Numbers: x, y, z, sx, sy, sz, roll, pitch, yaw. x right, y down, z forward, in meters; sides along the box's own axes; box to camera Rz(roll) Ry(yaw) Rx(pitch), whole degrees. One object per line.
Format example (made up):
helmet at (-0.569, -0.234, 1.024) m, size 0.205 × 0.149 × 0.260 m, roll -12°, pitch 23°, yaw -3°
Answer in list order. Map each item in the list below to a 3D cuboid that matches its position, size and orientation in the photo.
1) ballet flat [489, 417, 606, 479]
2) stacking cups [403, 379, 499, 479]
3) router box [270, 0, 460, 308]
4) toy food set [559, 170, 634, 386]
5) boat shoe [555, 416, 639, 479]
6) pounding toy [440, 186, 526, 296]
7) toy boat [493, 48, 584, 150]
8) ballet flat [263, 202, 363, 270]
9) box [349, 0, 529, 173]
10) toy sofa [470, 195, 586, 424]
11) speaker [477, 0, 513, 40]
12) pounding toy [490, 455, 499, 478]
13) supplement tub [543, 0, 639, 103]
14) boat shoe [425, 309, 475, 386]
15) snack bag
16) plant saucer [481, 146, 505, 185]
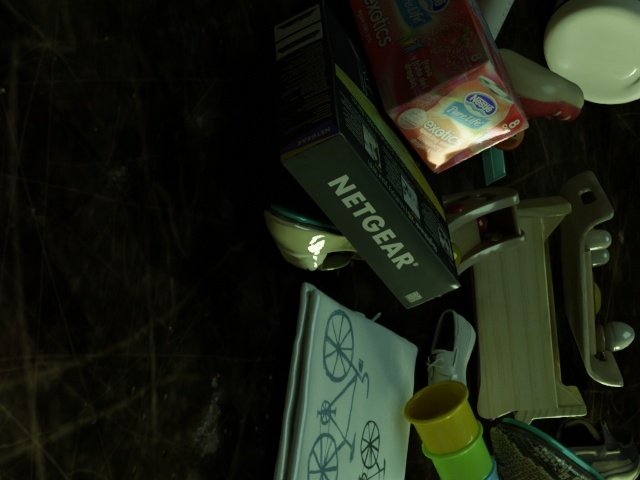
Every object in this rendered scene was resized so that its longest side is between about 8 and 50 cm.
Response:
ballet flat at (0.398, 0.424, 1.868) m, size 0.483 × 0.164 × 0.182 m, roll 31°, pitch 79°, yaw -41°
stacking cups at (0.224, 0.347, 1.739) m, size 0.316 × 0.096 × 0.096 m, roll 62°, pitch 38°, yaw -21°
router box at (0.055, -0.100, 1.503) m, size 0.309 × 0.081 × 0.243 m, roll 49°, pitch 25°, yaw -40°
toy food set at (0.460, 0.059, 2.046) m, size 0.220 × 0.092 × 0.306 m, roll -85°, pitch 169°, yaw -68°
boat shoe at (0.505, 0.392, 2.293) m, size 0.355 × 0.132 × 0.130 m, roll -14°, pitch 101°, yaw -60°
pounding toy at (0.215, 0.017, 1.798) m, size 0.269 × 0.154 × 0.155 m, roll -38°, pitch 120°, yaw -54°
toy boat at (0.322, -0.216, 2.009) m, size 0.231 × 0.151 × 0.151 m, roll 3°, pitch 116°, yaw -64°
ballet flat at (0.000, 0.000, 1.514) m, size 0.248 × 0.086 × 0.086 m, roll -2°, pitch 90°, yaw -61°
box at (0.141, -0.259, 1.594) m, size 0.154 × 0.142 × 0.300 m, roll 47°, pitch 23°, yaw -49°
toy sofa at (0.328, 0.109, 2.026) m, size 0.150 × 0.177 × 0.363 m, roll -55°, pitch 139°, yaw -81°
speaker at (0.272, -0.368, 1.959) m, size 0.055 × 0.055 × 0.136 m, roll -14°, pitch 133°, yaw -59°
pounding toy at (0.313, 0.417, 1.981) m, size 0.130 × 0.141 × 0.100 m, roll 41°, pitch 52°, yaw -33°
supplement tub at (0.574, -0.448, 2.366) m, size 0.241 × 0.241 × 0.331 m, roll 63°, pitch 38°, yaw -35°
boat shoe at (0.184, 0.182, 1.828) m, size 0.063 × 0.066 × 0.184 m, roll 47°, pitch 50°, yaw -30°
snack bag at (0.039, 0.247, 1.598) m, size 0.342 × 0.037 × 0.323 m, roll 30°, pitch 63°, yaw -59°
plant saucer at (0.283, -0.191, 2.066) m, size 0.067 × 0.018 × 0.192 m, roll -26°, pitch 109°, yaw -58°
